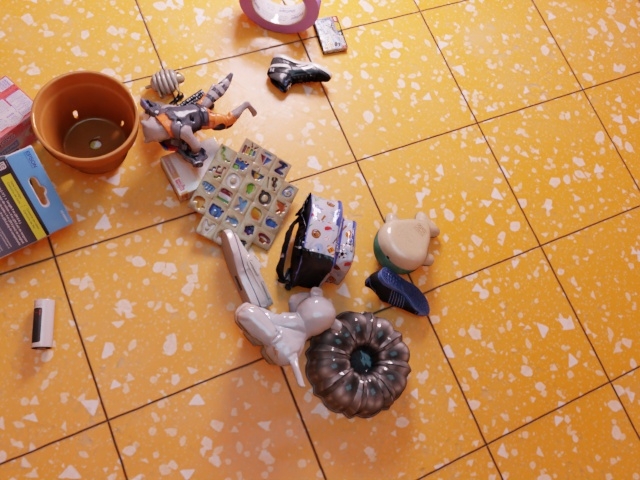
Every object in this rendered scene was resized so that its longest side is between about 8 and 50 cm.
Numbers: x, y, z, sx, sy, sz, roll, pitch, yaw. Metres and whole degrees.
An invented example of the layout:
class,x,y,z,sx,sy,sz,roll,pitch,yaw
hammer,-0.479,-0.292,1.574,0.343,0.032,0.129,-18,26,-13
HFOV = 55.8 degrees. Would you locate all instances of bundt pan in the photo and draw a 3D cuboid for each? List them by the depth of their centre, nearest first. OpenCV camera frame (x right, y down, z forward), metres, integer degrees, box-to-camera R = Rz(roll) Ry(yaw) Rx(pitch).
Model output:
class,x,y,z,sx,sy,sz,roll,pitch,yaw
bundt pan,0.124,0.358,1.794,0.331,0.124,0.330,4,71,-11

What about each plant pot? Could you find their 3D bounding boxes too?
class,x,y,z,sx,sy,sz,roll,pitch,yaw
plant pot,-0.683,-0.326,1.800,0.291,0.203,0.290,3,71,-10

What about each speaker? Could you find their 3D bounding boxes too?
class,x,y,z,sx,sy,sz,roll,pitch,yaw
speaker,-0.771,0.232,1.680,0.055,0.055,0.136,0,73,-12

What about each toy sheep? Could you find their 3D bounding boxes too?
class,x,y,z,sx,sy,sz,roll,pitch,yaw
toy sheep,-0.506,-0.512,1.964,0.132,0.091,0.091,-18,77,-6

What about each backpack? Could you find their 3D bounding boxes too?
class,x,y,z,sx,sy,sz,roll,pitch,yaw
backpack,0.000,0.000,1.820,0.213,0.276,0.263,9,64,-14

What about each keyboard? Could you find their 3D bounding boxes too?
class,x,y,z,sx,sy,sz,roll,pitch,yaw
keyboard,-0.448,-0.435,1.983,0.180,0.023,0.108,-40,84,-21

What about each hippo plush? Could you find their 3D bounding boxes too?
class,x,y,z,sx,sy,sz,roll,pitch,yaw
hippo plush,-0.085,0.220,1.706,0.236,0.294,0.234,-41,106,-17

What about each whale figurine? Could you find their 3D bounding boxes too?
class,x,y,z,sx,sy,sz,roll,pitch,yaw
whale figurine,0.277,0.007,1.954,0.216,0.141,0.272,47,45,6

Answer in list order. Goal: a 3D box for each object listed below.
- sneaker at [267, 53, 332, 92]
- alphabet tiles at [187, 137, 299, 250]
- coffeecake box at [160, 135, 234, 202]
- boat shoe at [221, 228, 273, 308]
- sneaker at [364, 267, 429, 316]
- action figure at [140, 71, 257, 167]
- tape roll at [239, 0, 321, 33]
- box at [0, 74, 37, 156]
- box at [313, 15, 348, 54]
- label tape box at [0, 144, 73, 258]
class,x,y,z,sx,sy,sz,roll,pitch,yaw
sneaker,-0.077,-0.552,2.077,0.217,0.079,0.121,17,73,2
alphabet tiles,-0.237,-0.134,1.889,0.285,0.011,0.342,29,77,-15
coffeecake box,-0.389,-0.224,1.902,0.186,0.068,0.142,-26,80,-19
boat shoe,-0.218,0.086,1.820,0.088,0.096,0.267,-21,84,-27
sneaker,0.243,0.171,1.908,0.232,0.090,0.081,40,46,-20
action figure,-0.417,-0.401,1.854,0.341,0.178,0.330,40,55,20
tape roll,-0.134,-0.826,2.042,0.275,0.275,0.090,12,69,-8
box,-0.970,-0.314,1.767,0.154,0.142,0.300,42,69,3
box,0.035,-0.742,2.183,0.094,0.027,0.137,-13,76,-14
label tape box,-0.910,-0.084,1.665,0.348,0.115,0.249,-30,115,-21
